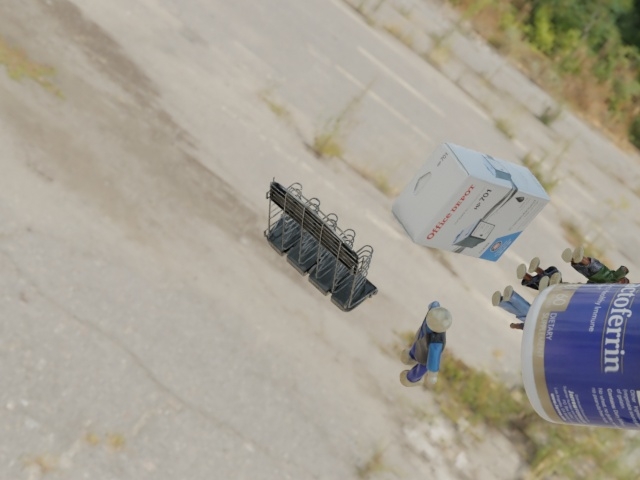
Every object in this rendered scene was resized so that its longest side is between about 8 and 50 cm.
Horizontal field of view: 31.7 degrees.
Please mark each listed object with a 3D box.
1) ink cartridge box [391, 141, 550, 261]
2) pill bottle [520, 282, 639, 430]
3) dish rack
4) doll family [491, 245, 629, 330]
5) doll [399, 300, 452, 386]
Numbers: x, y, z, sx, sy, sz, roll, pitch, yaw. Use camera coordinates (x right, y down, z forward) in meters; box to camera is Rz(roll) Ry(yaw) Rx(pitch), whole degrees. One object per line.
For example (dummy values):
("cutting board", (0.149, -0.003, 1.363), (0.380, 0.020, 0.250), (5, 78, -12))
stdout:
("ink cartridge box", (0.222, -0.054, 1.663), (0.191, 0.139, 0.082), (11, 37, -42))
("pill bottle", (0.353, 0.119, 1.146), (0.265, 0.153, 0.153), (-2, -11, 37))
("dish rack", (0.000, 0.000, 1.752), (0.208, 0.074, 0.271), (40, -18, 13))
("doll family", (0.311, 0.075, 1.440), (0.111, 0.076, 0.193), (29, -23, -25))
("doll", (0.160, 0.155, 1.671), (0.046, 0.189, 0.129), (8, 57, -7))
